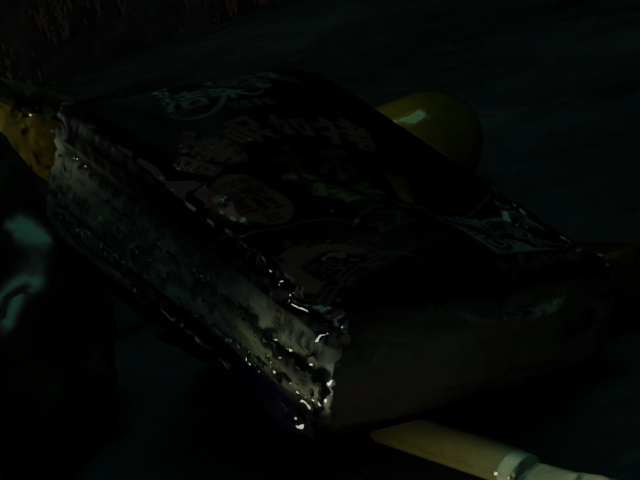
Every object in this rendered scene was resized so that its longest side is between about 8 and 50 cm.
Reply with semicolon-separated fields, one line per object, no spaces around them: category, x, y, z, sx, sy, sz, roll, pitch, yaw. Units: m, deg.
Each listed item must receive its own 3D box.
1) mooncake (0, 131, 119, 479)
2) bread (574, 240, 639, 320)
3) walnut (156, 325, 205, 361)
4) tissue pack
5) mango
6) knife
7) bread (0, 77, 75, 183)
mooncake;-0.284;0.069;1.132;0.394;0.246;0.393;-29;13;-39
bread;0.178;0.031;1.153;0.085;0.053;0.085;-6;8;1
walnut;-0.041;0.028;1.285;0.207;0.116;0.115;-27;18;-33
tissue pack;0.000;0.000;1.116;0.245;0.123;0.332;-11;32;-37
mango;0.069;-0.081;1.604;0.137;0.098;0.195;-27;10;-25
knife;0.111;0.131;0.930;0.047;0.017;0.298;-30;21;-28
bread;-0.304;-0.081;1.887;0.262;0.163;0.204;23;1;-19
